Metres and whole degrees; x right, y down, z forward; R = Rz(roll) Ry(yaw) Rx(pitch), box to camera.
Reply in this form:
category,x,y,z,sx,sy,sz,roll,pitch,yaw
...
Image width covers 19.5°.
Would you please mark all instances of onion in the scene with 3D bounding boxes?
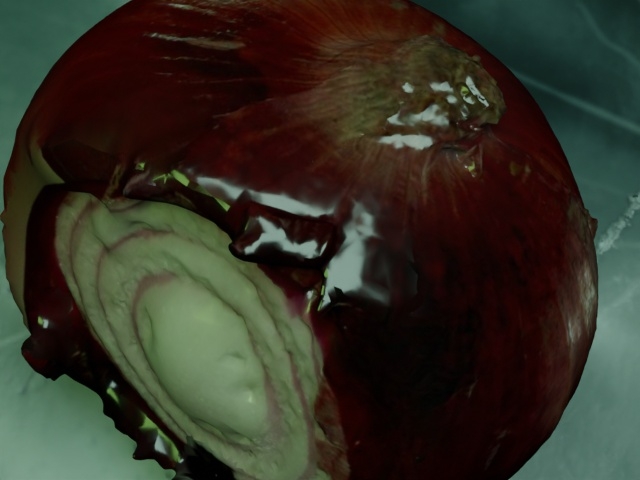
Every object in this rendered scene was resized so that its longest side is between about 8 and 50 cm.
category,x,y,z,sx,sy,sz,roll,pitch,yaw
onion,0.000,0.007,1.064,0.341,0.341,0.341,3,69,-7
